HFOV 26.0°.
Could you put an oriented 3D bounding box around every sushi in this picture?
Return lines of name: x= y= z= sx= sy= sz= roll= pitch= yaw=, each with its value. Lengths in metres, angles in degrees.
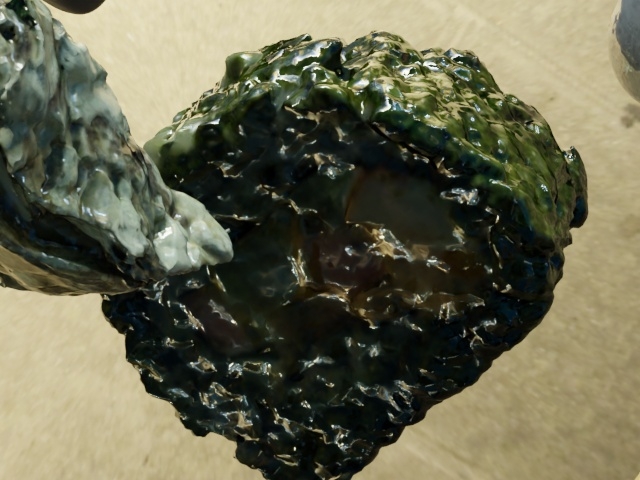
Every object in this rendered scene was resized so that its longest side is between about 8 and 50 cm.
sushi: x=0.000 y=0.000 z=1.043 sx=0.294 sy=0.178 sz=0.352 roll=43 pitch=120 yaw=-10

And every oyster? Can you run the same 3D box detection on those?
oyster: x=-0.186 y=-0.082 z=0.699 sx=0.351 sy=0.162 sz=0.158 roll=41 pitch=91 yaw=-18

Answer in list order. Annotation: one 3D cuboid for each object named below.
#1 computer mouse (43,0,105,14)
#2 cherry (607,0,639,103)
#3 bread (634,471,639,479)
computer mouse: x=-0.286 y=-0.319 z=1.388 sx=0.057 sy=0.232 sz=0.120 roll=21 pitch=82 yaw=39
cherry: x=0.440 y=-0.259 z=1.534 sx=0.296 sy=0.218 sz=0.255 roll=17 pitch=73 yaw=27
bread: x=0.233 y=0.184 z=0.927 sx=0.115 sy=0.056 sz=0.082 roll=-42 pitch=113 yaw=-42
